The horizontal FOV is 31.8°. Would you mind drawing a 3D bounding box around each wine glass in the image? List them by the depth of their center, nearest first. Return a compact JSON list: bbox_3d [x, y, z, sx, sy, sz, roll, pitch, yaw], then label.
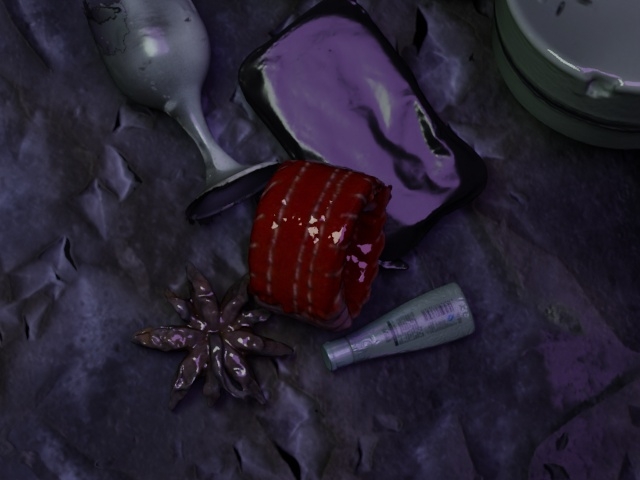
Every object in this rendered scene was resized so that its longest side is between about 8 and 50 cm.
[{"bbox_3d":[-0.171,-0.184,1.365,0.143,0.143,0.321,-29,82,-12],"label":"wine glass"}]

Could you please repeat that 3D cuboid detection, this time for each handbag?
[{"bbox_3d":[0.057,-0.134,1.413,0.191,0.075,0.332,-38,90,-8],"label":"handbag"}]

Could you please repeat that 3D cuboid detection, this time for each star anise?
[{"bbox_3d":[-0.130,0.111,1.348,0.195,0.065,0.183,-5,80,-6],"label":"star anise"}]

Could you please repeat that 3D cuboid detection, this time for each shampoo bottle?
[{"bbox_3d":[0.095,0.114,1.390,0.190,0.041,0.069,-20,88,-11],"label":"shampoo bottle"}]

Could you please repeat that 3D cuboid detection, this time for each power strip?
[{"bbox_3d":[0.386,-0.298,1.374,0.357,0.161,0.358,-2,68,4],"label":"power strip"}]

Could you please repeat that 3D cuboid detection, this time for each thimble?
[{"bbox_3d":[-0.002,0.006,1.311,0.125,0.163,0.190,14,101,18],"label":"thimble"}]
